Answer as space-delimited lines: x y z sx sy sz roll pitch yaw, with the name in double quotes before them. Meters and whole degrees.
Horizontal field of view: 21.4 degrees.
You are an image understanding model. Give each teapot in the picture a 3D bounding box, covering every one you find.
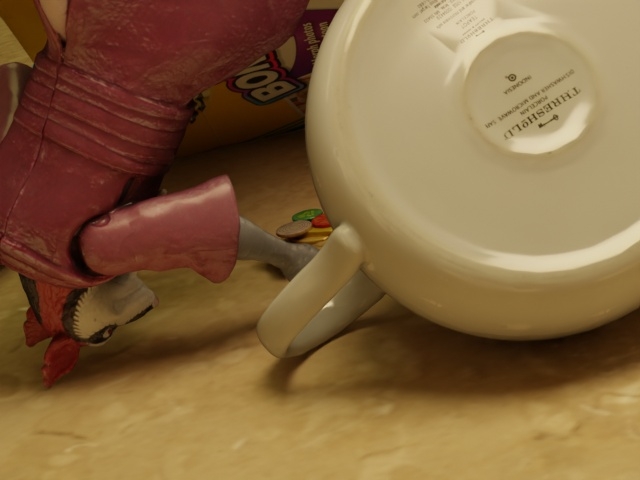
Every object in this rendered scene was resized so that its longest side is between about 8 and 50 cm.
"teapot" 0.106 -0.046 0.962 0.256 0.252 0.187 7 -17 2

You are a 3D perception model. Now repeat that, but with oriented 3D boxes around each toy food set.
"toy food set" 0.000 0.000 1.141 0.082 0.020 0.083 -3 23 29

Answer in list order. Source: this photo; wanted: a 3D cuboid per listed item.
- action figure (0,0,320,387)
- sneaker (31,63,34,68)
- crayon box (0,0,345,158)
"action figure" -0.117 -0.082 0.987 0.248 0.370 0.276 24 11 28
"sneaker" -0.234 -0.118 1.530 0.083 0.071 0.191 5 38 15
"crayon box" -0.058 -0.185 1.286 0.313 0.106 0.363 -14 -19 3
